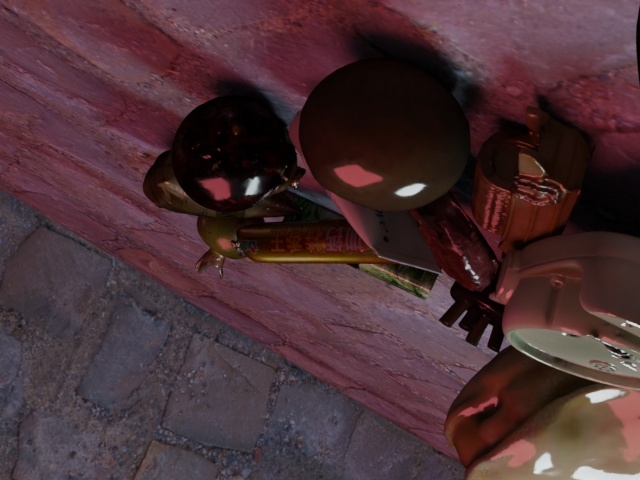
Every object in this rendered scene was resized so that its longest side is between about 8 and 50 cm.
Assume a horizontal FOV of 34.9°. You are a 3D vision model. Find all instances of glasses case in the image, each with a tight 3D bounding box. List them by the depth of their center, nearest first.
[{"bbox_3d":[0.066,0.017,1.717,0.272,0.062,0.095,25,164,5],"label":"glasses case"}]

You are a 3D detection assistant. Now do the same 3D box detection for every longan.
[{"bbox_3d":[0.070,-0.111,1.094,0.189,0.189,0.189,24,165,7],"label":"longan"}]

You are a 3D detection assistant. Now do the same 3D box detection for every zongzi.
[{"bbox_3d":[-0.167,-0.082,1.703,0.242,0.112,0.221,19,171,-20],"label":"zongzi"}]

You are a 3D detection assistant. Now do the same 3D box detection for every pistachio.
[{"bbox_3d":[0.397,0.251,1.436,0.446,0.281,0.365,-2,146,-19],"label":"pistachio"}]

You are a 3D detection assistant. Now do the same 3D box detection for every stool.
[{"bbox_3d":[0.282,0.108,1.571,0.217,0.121,0.125,21,163,38],"label":"stool"}]

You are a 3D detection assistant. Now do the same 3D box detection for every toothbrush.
[{"bbox_3d":[0.195,-0.064,1.335,0.162,0.014,0.017,30,-177,-18],"label":"toothbrush"}]

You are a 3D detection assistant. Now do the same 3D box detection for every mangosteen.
[{"bbox_3d":[-0.118,-0.116,1.403,0.173,0.172,0.184,24,-176,7],"label":"mangosteen"}]

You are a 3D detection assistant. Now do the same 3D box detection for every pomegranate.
[{"bbox_3d":[-0.163,-0.006,1.837,0.130,0.159,0.129,7,-178,0],"label":"pomegranate"}]

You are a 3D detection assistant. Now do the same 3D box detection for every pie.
[{"bbox_3d":[0.148,-0.027,1.302,0.218,0.054,0.204,54,177,-28],"label":"pie"}]

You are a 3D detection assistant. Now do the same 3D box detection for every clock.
[{"bbox_3d":[0.335,0.093,1.176,0.265,0.108,0.324,23,165,-20],"label":"clock"}]

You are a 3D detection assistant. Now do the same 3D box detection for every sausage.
[{"bbox_3d":[0.000,0.000,1.609,0.372,0.082,0.082,-1,151,36],"label":"sausage"}]

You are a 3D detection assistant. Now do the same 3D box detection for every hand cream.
[{"bbox_3d":[0.048,-0.061,1.210,0.133,0.083,0.247,11,-141,-51],"label":"hand cream"}]

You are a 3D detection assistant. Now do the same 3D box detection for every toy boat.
[{"bbox_3d":[0.229,-0.055,1.160,0.115,0.089,0.310,15,163,8],"label":"toy boat"}]

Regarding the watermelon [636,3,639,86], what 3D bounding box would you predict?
[{"bbox_3d":[0.361,-0.076,0.724,0.331,0.189,0.330,25,159,10],"label":"watermelon"}]
